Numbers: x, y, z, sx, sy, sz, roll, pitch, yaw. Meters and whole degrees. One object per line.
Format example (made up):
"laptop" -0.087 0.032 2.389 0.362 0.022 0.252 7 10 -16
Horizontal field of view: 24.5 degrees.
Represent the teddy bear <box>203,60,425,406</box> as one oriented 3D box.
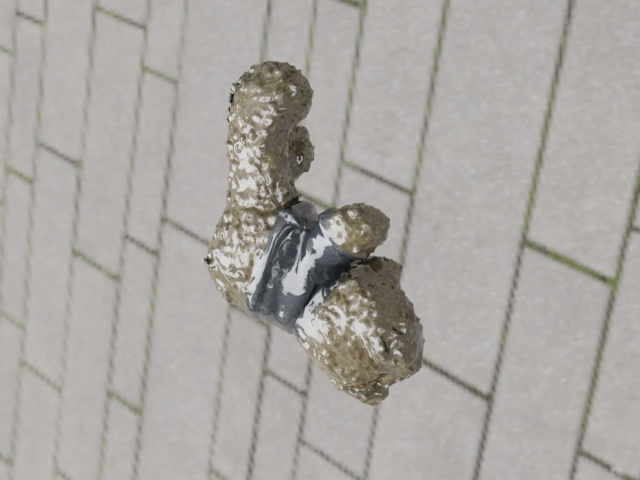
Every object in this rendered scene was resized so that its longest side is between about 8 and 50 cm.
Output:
"teddy bear" -0.019 0.008 1.097 0.251 0.129 0.182 59 170 16
